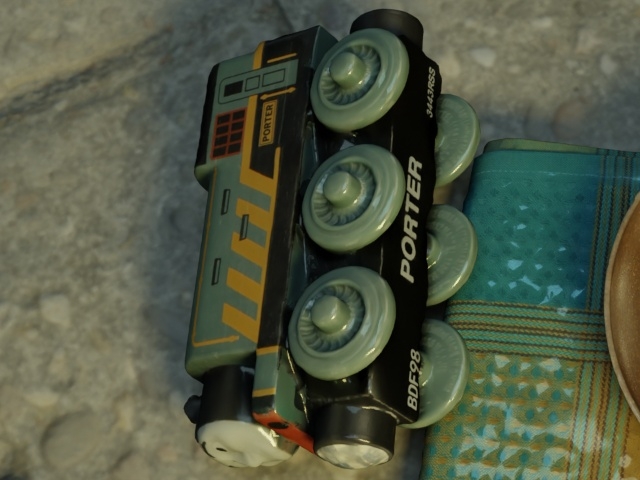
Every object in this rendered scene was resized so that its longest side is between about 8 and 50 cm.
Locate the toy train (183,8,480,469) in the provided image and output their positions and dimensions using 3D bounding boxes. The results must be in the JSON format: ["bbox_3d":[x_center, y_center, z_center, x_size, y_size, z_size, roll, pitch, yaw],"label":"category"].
[{"bbox_3d":[0.000,0.000,1.169,0.190,0.142,0.334,-12,60,33],"label":"toy train"}]

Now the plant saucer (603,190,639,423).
[{"bbox_3d":[0.339,0.052,1.102,0.311,0.050,0.310,-3,65,7],"label":"plant saucer"}]

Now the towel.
[{"bbox_3d":[0.209,0.107,1.144,0.271,0.040,0.370,6,66,12],"label":"towel"}]
